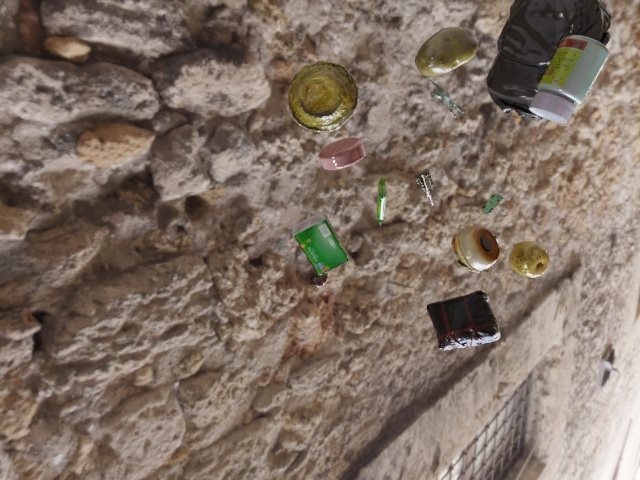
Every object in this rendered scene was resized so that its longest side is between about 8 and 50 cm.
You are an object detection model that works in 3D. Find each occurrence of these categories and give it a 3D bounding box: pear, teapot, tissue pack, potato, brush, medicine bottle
[{"bbox_3d":[0.963,0.083,2.104,0.178,0.178,0.178,-1,-161,0],"label":"pear"},{"bbox_3d":[-0.015,0.184,2.267,0.098,0.078,0.129,6,-135,26],"label":"teapot"},{"bbox_3d":[-0.001,0.001,1.812,0.148,0.209,0.156,-29,-157,7],"label":"tissue pack"},{"bbox_3d":[0.271,-0.409,0.978,0.138,0.091,0.070,-31,157,7],"label":"potato"},{"bbox_3d":[0.579,-0.278,2.464,0.084,0.301,0.071,-21,-126,13],"label":"brush"},{"bbox_3d":[0.741,-0.481,1.363,0.139,0.225,0.139,23,-166,-6],"label":"medicine bottle"}]

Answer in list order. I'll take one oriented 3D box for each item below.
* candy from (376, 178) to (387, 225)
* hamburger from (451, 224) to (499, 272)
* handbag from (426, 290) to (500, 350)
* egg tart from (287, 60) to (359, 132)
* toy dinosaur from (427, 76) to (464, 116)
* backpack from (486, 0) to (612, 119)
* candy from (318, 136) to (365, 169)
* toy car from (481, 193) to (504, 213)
[{"bbox_3d":[0.234,-0.148,1.758,0.032,0.178,0.102,2,-124,3],"label":"candy"},{"bbox_3d":[0.700,0.032,2.042,0.237,0.236,0.147,-16,169,-35],"label":"hamburger"},{"bbox_3d":[0.485,0.279,1.544,0.215,0.169,0.155,-21,152,27],"label":"handbag"},{"bbox_3d":[0.006,-0.676,2.130,0.345,0.345,0.132,1,-170,7],"label":"egg tart"},{"bbox_3d":[0.585,-0.693,2.158,0.167,0.242,0.053,-32,175,-47],"label":"toy dinosaur"},{"bbox_3d":[0.789,-0.670,1.637,0.255,0.445,0.363,5,-152,-45],"label":"backpack"},{"bbox_3d":[0.107,-0.452,2.361,0.255,0.094,0.255,-17,-153,9],"label":"candy"},{"bbox_3d":[0.867,-0.182,2.291,0.035,0.122,0.059,27,-168,-40],"label":"toy car"}]
